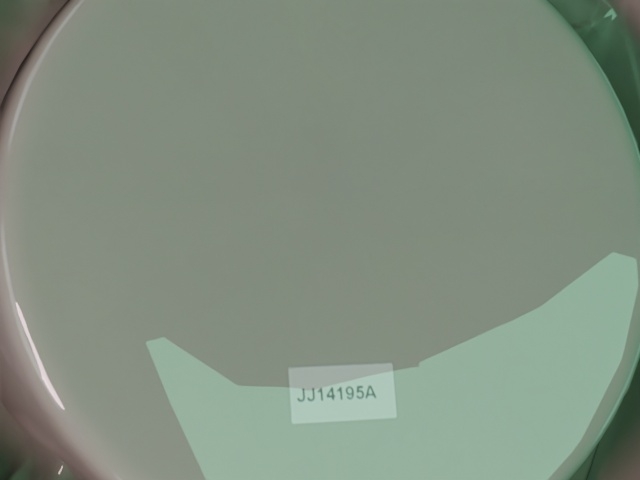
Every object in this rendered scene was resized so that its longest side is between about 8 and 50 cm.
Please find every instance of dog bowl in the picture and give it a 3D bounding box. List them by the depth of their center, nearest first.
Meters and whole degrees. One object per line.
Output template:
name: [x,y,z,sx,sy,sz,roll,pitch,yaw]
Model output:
dog bowl: [0.000,0.000,0.519,0.349,0.102,0.349,3,79,-15]
